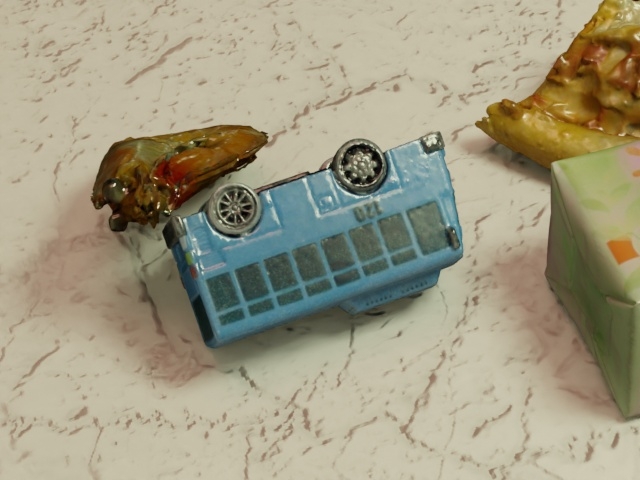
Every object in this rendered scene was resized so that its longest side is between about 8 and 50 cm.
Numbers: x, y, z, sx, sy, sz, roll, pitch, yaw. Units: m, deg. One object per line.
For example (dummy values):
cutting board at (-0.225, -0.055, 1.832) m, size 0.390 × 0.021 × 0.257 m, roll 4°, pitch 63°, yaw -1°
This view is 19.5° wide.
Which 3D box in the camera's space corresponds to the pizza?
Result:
pizza at (0.315, -0.127, 1.615) m, size 0.365 × 0.074 × 0.182 m, roll 5°, pitch 87°, yaw 21°

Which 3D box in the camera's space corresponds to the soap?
soap at (0.298, 0.014, 1.477) m, size 0.199 × 0.138 × 0.182 m, roll -15°, pitch 44°, yaw -7°

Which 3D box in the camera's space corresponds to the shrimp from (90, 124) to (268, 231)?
shrimp at (-0.124, -0.058, 1.585) m, size 0.154 × 0.062 × 0.294 m, roll -12°, pitch 15°, yaw 9°

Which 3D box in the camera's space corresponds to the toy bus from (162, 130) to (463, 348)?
toy bus at (0.000, 0.000, 1.530) m, size 0.234 × 0.116 × 0.133 m, roll -18°, pitch 86°, yaw -10°
